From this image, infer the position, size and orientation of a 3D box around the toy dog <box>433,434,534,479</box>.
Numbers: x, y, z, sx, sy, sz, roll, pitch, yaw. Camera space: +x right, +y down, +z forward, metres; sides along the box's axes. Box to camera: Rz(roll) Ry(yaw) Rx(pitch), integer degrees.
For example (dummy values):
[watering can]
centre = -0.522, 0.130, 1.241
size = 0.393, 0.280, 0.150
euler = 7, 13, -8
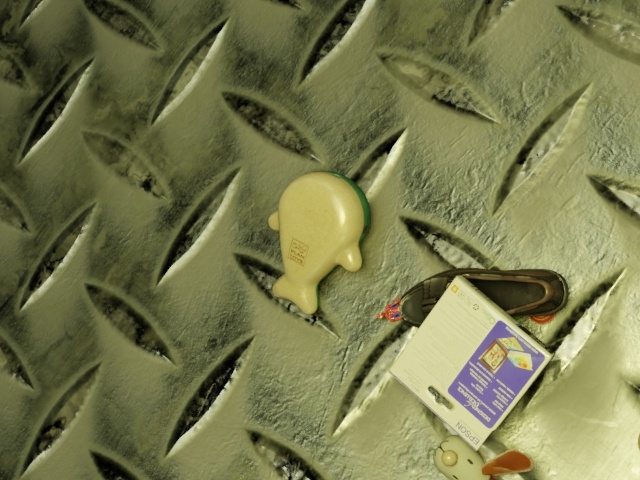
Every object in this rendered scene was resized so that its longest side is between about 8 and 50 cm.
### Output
[toy dog]
centre = 0.307, 0.448, 1.532
size = 0.333, 0.161, 0.220
euler = 16, 82, 25

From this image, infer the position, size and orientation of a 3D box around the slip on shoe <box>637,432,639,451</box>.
[slip on shoe]
centre = 0.560, 0.291, 1.536
size = 0.135, 0.041, 0.051
euler = -47, 64, 5

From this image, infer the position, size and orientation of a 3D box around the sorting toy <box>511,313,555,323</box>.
[sorting toy]
centre = 0.359, 0.110, 1.668
size = 0.102, 0.042, 0.061
euler = 7, 79, 24

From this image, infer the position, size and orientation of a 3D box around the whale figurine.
[whale figurine]
centre = 0.000, 0.000, 1.815
size = 0.216, 0.141, 0.272
euler = 26, 111, 26

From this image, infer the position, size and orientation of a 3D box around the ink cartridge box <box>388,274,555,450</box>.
[ink cartridge box]
centre = 0.246, 0.201, 1.581
size = 0.206, 0.045, 0.208
euler = 42, 108, 23

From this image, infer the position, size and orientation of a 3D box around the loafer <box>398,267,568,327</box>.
[loafer]
centre = 0.266, 0.095, 1.641
size = 0.302, 0.095, 0.109
euler = -9, 83, 26

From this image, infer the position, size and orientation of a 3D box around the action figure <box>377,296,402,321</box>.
[action figure]
centre = 0.157, 0.122, 1.757
size = 0.115, 0.030, 0.038
euler = -22, 74, 18
